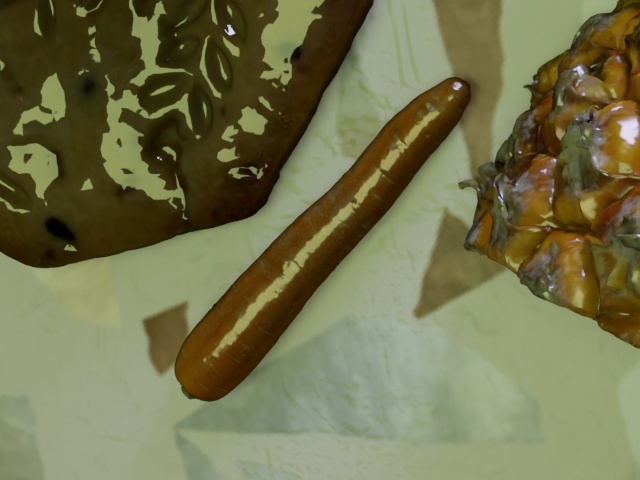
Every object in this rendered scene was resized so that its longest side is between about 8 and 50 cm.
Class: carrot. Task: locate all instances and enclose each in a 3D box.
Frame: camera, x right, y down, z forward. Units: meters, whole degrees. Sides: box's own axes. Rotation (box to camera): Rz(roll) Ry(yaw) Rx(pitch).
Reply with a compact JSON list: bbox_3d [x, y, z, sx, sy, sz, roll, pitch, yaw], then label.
[{"bbox_3d":[0.000,0.000,1.119,0.043,0.043,0.248,43,101,7],"label":"carrot"}]

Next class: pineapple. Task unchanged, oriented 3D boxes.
[{"bbox_3d":[0.243,-0.064,0.962,0.344,0.209,0.286,21,100,13],"label":"pineapple"}]

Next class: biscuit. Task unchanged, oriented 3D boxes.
[{"bbox_3d":[-0.144,-0.158,1.138,0.359,0.046,0.359,2,97,14],"label":"biscuit"}]
